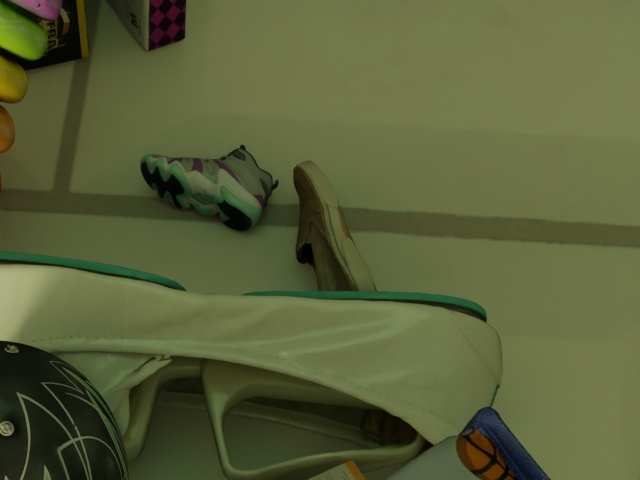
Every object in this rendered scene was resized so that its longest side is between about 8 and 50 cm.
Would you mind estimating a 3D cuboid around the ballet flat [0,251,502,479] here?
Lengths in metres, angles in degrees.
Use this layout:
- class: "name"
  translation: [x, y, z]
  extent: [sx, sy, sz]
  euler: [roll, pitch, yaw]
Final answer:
- class: "ballet flat"
  translation: [-0.082, 0.089, 1.267]
  extent: [0.400, 0.139, 0.139]
  euler: [6, 49, 0]

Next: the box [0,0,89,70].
- class: "box"
  translation: [-0.252, -0.325, 1.470]
  extent: [0.079, 0.322, 0.257]
  euler: [-14, 51, -13]

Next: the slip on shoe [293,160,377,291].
- class: "slip on shoe"
  translation: [0.000, 0.000, 1.390]
  extent: [0.041, 0.051, 0.135]
  euler: [-21, 59, -5]

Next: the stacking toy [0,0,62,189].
- class: "stacking toy"
  translation: [-0.243, -0.155, 1.335]
  extent: [0.166, 0.175, 0.301]
  euler: [31, 91, 7]

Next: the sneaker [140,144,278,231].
- class: "sneaker"
  translation: [-0.078, -0.051, 1.436]
  extent: [0.098, 0.038, 0.069]
  euler: [27, 51, 7]

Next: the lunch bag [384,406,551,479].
- class: "lunch bag"
  translation: [0.076, 0.335, 0.994]
  extent: [0.328, 0.239, 0.385]
  euler: [-32, 74, -27]

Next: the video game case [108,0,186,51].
- class: "video game case"
  translation: [-0.163, -0.299, 1.513]
  extent: [0.042, 0.232, 0.210]
  euler: [-20, 53, -22]

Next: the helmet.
- class: "helmet"
  translation: [-0.193, 0.147, 1.166]
  extent: [0.162, 0.169, 0.169]
  euler: [-27, 53, 3]

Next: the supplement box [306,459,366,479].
- class: "supplement box"
  translation: [-0.016, 0.184, 1.219]
  extent: [0.098, 0.062, 0.036]
  euler: [-22, 55, -21]
